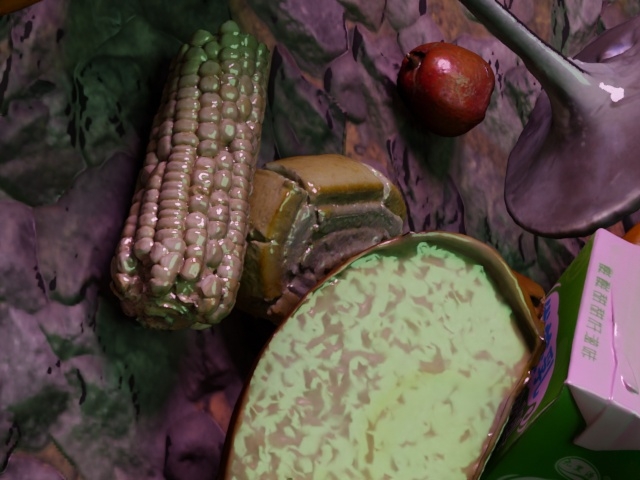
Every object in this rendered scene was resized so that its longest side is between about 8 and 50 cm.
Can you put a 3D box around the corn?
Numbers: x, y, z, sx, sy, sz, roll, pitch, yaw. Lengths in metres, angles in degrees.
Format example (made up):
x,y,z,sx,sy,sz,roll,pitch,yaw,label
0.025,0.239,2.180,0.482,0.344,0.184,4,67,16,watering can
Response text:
x,y,z,sx,sy,sz,roll,pitch,yaw,label
-0.084,-0.039,1.186,0.087,0.087,0.211,31,57,-38,corn

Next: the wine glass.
x,y,z,sx,sy,sz,roll,pitch,yaw,label
0.074,-0.190,1.204,0.406,0.267,0.267,40,58,-27,wine glass

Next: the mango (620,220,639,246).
x,y,z,sx,sy,sz,roll,pitch,yaw,label
0.288,0.069,1.502,0.187,0.138,0.257,46,60,-45,mango

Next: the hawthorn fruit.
x,y,z,sx,sy,sz,roll,pitch,yaw,label
0.096,-0.118,1.384,0.077,0.077,0.077,8,78,-44,hawthorn fruit

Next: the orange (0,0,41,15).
x,y,z,sx,sy,sz,roll,pitch,yaw,label
-0.205,-0.221,1.030,0.193,0.161,0.193,4,83,-32,orange

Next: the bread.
x,y,z,sx,sy,sz,roll,pitch,yaw,label
0.000,0.000,1.255,0.156,0.064,0.118,-15,118,-43,bread

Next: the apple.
x,y,z,sx,sy,sz,roll,pitch,yaw,label
0.034,0.158,1.195,0.254,0.179,0.346,41,68,-42,apple

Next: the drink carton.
x,y,z,sx,sy,sz,roll,pitch,yaw,label
0.168,0.139,1.257,0.108,0.271,0.161,26,45,-6,drink carton
